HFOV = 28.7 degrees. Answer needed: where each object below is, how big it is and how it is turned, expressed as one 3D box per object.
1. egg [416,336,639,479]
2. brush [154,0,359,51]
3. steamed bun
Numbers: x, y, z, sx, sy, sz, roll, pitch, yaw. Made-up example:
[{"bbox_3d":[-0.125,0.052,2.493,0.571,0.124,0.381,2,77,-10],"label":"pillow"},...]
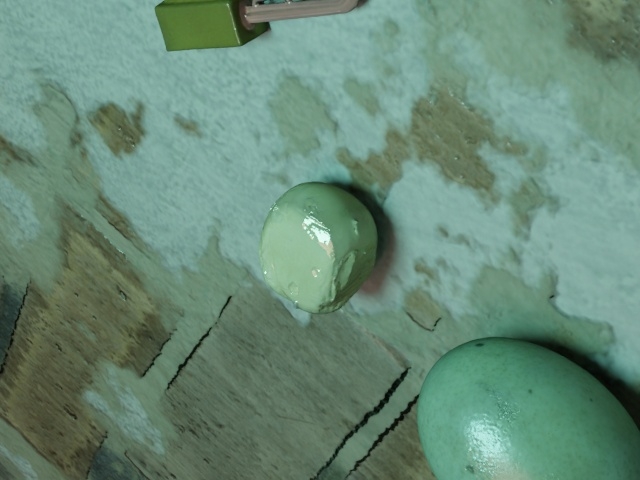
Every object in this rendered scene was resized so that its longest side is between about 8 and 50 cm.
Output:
[{"bbox_3d":[0.193,0.188,1.123,0.236,0.169,0.169,42,140,10],"label":"egg"},{"bbox_3d":[-0.061,-0.226,1.121,0.233,0.047,0.103,6,124,40],"label":"brush"},{"bbox_3d":[0.000,0.000,1.212,0.112,0.091,0.130,33,134,24],"label":"steamed bun"}]
